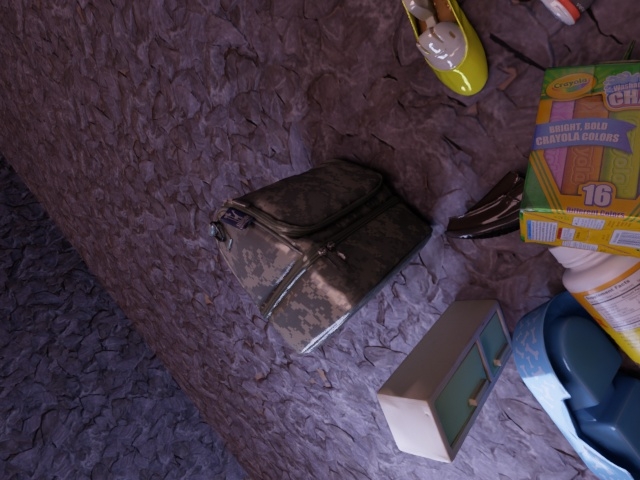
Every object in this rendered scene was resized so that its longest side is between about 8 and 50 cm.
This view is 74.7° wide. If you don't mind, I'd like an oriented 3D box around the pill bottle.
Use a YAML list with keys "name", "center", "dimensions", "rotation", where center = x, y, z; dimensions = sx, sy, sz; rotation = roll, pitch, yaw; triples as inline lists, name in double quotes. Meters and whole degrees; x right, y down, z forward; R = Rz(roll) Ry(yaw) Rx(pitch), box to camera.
- name: "pill bottle"
  center: [0.395, 0.066, 0.521]
  dimensions: [0.215, 0.117, 0.117]
  rotation: [51, 137, 8]

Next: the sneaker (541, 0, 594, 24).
- name: "sneaker"
  center: [0.256, -0.323, 0.475]
  dimensions: [0.158, 0.061, 0.065]
  rotation: [46, 126, -1]

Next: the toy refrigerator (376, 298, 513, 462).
- name: "toy refrigerator"
  center: [0.210, 0.201, 0.655]
  dimensions: [0.094, 0.270, 0.102]
  rotation: [-12, 104, 45]

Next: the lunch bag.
- name: "lunch bag"
  center: [0.000, 0.000, 0.707]
  dimensions: [0.256, 0.305, 0.212]
  rotation: [45, 135, 12]

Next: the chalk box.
- name: "chalk box"
  center: [0.303, -0.105, 0.454]
  dimensions: [0.132, 0.132, 0.212]
  rotation: [9, 78, 29]

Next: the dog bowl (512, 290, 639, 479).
- name: "dog bowl"
  center: [0.389, 0.212, 0.588]
  dimensions: [0.297, 0.166, 0.074]
  rotation: [54, 149, 4]

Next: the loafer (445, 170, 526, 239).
- name: "loafer"
  center: [0.279, -0.059, 0.597]
  dimensions: [0.220, 0.080, 0.078]
  rotation: [-23, 74, 37]

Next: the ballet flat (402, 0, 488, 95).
- name: "ballet flat"
  center: [0.148, -0.298, 0.564]
  dimensions: [0.077, 0.077, 0.230]
  rotation: [-20, 99, 46]
